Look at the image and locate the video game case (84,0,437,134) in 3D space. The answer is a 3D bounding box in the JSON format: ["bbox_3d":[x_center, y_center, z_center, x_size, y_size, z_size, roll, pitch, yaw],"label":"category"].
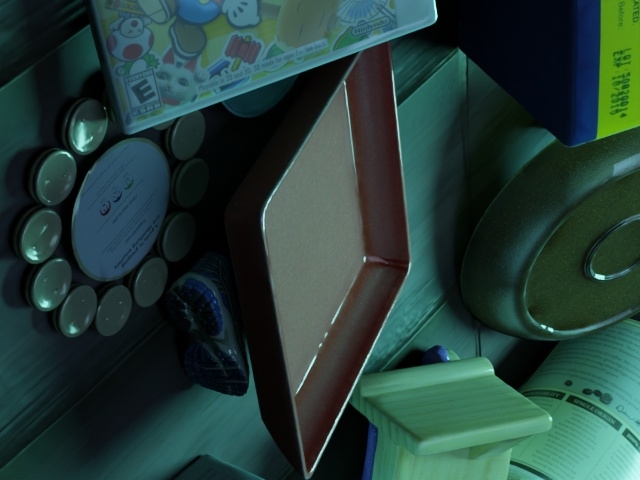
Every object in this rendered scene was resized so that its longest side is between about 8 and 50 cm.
[{"bbox_3d":[-0.041,-0.192,0.992,0.227,0.026,0.206,-21,126,-16],"label":"video game case"}]

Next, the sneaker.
[{"bbox_3d":[-0.070,0.061,1.181,0.135,0.052,0.058,82,29,-48],"label":"sneaker"}]

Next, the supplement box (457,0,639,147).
[{"bbox_3d":[0.308,-0.246,1.328,0.356,0.195,0.194,-18,128,-16],"label":"supplement box"}]

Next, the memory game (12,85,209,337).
[{"bbox_3d":[-0.134,-0.023,1.067,0.186,0.012,0.186,-35,135,-46],"label":"memory game"}]

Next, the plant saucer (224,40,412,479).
[{"bbox_3d":[0.000,0.000,1.215,0.259,0.047,0.258,-60,151,-45],"label":"plant saucer"}]

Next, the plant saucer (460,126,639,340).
[{"bbox_3d":[0.281,-0.006,1.560,0.310,0.050,0.311,-21,142,-17],"label":"plant saucer"}]

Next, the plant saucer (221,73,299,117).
[{"bbox_3d":[-0.046,-0.146,1.128,0.119,0.021,0.119,-34,134,-44],"label":"plant saucer"}]

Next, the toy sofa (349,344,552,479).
[{"bbox_3d":[0.079,0.286,1.487,0.150,0.177,0.363,-7,115,-30],"label":"toy sofa"}]

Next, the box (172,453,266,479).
[{"bbox_3d":[0.005,0.337,1.168,0.168,0.345,0.215,-37,136,-44],"label":"box"}]

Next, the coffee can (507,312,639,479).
[{"bbox_3d":[0.275,0.223,1.682,0.275,0.201,0.202,-44,141,-37],"label":"coffee can"}]
